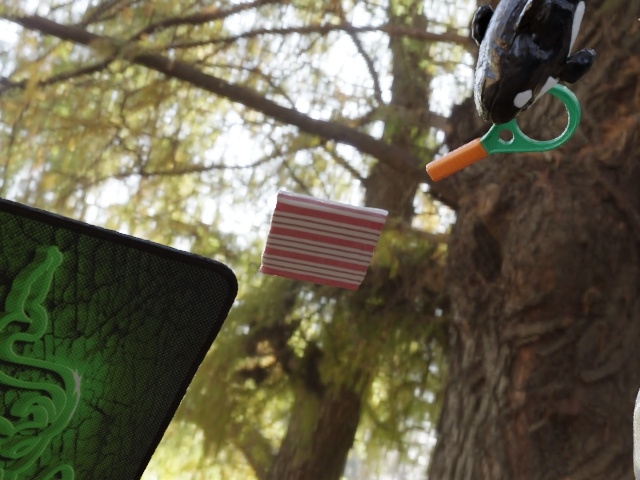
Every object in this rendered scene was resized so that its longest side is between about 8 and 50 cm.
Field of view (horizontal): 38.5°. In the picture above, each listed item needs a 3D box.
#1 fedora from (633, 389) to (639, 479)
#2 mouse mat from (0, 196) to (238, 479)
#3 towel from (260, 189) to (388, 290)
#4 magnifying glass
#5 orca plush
[{"bbox_3d":[0.413,0.199,0.957,0.243,0.275,0.124,33,-15,-14],"label":"fedora"},{"bbox_3d":[-0.136,0.067,0.385,0.152,0.190,0.007,17,28,-24],"label":"mouse mat"},{"bbox_3d":[0.000,0.000,1.216,0.144,0.029,0.197,11,-33,-5],"label":"towel"},{"bbox_3d":[0.248,-0.141,1.265,0.231,0.026,0.092,-27,-75,30],"label":"magnifying glass"},{"bbox_3d":[0.275,-0.269,1.068,0.151,0.287,0.102,47,4,10],"label":"orca plush"}]
